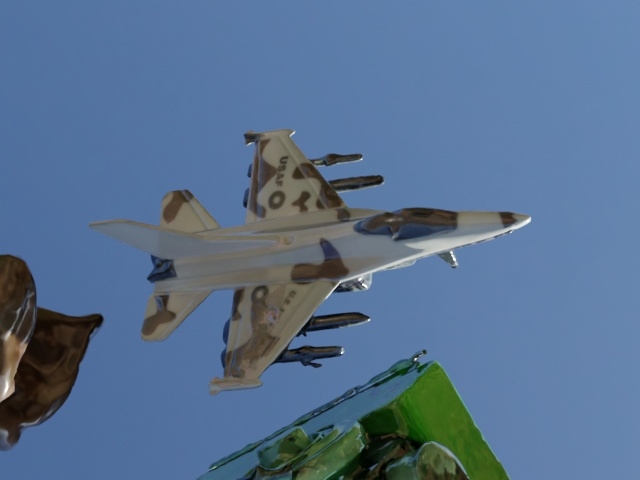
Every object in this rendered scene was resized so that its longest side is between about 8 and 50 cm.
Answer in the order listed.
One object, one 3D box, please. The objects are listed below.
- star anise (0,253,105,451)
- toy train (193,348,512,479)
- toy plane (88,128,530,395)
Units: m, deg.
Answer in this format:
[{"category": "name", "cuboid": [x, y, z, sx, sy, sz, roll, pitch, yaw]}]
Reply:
[{"category": "star anise", "cuboid": [-0.254, 0.104, 0.927, 0.315, 0.315, 0.108, -28, -100, -46]}, {"category": "toy train", "cuboid": [-0.007, 0.167, 1.047, 0.132, 0.243, 0.188, 58, -150, -3]}, {"category": "toy plane", "cuboid": [-0.001, 0.008, 0.990, 0.234, 0.082, 0.160, -1, -118, 14]}]
